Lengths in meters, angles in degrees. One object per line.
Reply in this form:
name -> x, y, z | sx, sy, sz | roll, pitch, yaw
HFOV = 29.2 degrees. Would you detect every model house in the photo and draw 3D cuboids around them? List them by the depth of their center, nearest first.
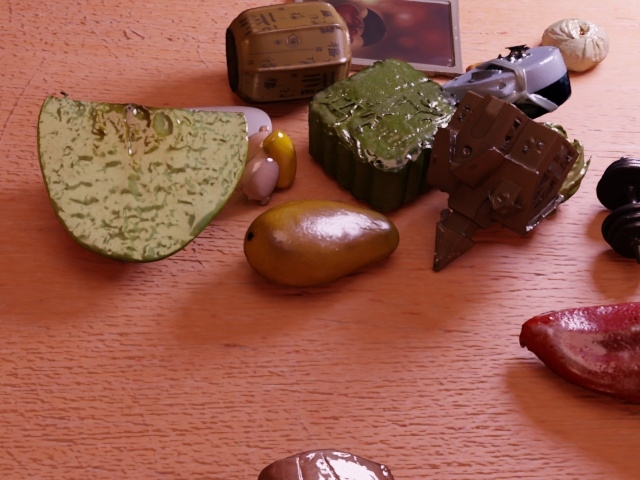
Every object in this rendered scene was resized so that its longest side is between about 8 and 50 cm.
model house -> 0.216, -0.068, 1.722 | 0.181, 0.176, 0.248 | 30, 92, 33

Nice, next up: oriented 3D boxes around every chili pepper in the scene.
chili pepper -> 0.389, 0.151, 1.619 | 0.253, 0.136, 0.144 | -1, 92, 6

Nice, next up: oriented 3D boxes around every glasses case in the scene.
glasses case -> -0.172, -0.166, 1.865 | 0.197, 0.049, 0.076 | -5, 49, -12

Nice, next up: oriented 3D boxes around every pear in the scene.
pear -> -0.252, -0.064, 1.714 | 0.288, 0.139, 0.239 | 4, 62, -9

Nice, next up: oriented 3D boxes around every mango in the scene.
mango -> 0.000, 0.000, 1.705 | 0.228, 0.099, 0.136 | -8, 44, -25

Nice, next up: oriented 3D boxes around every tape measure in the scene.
tape measure -> 0.294, -0.238, 1.912 | 0.182, 0.107, 0.181 | -4, 25, 49

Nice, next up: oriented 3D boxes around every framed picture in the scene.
framed picture -> 0.096, -0.358, 2.098 | 0.290, 0.020, 0.211 | 5, 48, -3

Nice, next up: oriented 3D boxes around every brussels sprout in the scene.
brussels sprout -> 0.317, -0.101, 1.835 | 0.139, 0.100, 0.181 | 34, 78, 21

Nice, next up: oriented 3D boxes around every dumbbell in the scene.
dumbbell -> 0.457, -0.047, 1.799 | 0.099, 0.099, 0.208 | 5, 48, -2

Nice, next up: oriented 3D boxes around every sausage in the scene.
sausage -> 0.283, -0.284, 2.042 | 0.107, 0.031, 0.031 | -13, 51, -19

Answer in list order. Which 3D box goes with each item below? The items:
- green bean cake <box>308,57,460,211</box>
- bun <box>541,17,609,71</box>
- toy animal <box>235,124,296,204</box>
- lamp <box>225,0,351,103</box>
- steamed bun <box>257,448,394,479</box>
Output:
green bean cake -> 0.103, -0.160, 1.852 | 0.214, 0.113, 0.200 | -30, 58, -28
bun -> 0.434, -0.341, 2.089 | 0.115, 0.069, 0.115 | 4, 46, -4
toy animal -> -0.088, -0.110, 1.816 | 0.082, 0.091, 0.114 | 23, 78, 37
lamp -> -0.052, -0.294, 1.931 | 0.185, 0.161, 0.161 | -7, 49, -13
steamed bun -> 0.010, 0.315, 1.414 | 0.175, 0.106, 0.144 | 5, 40, -21
